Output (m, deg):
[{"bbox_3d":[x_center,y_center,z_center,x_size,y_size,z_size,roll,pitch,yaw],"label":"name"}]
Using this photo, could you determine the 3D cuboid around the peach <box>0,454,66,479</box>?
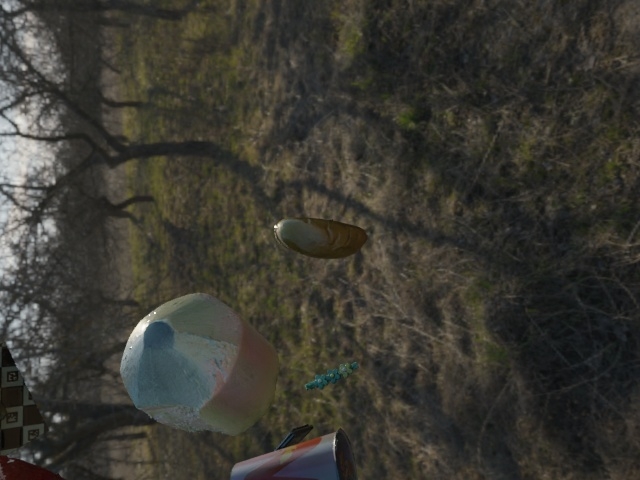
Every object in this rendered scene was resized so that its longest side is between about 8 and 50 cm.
[{"bbox_3d":[-0.628,0.588,1.192,0.338,0.281,0.281,47,138,29],"label":"peach"}]

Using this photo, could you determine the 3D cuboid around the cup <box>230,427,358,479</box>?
[{"bbox_3d":[-0.065,0.594,1.432,0.203,0.289,0.202,-16,-90,-79],"label":"cup"}]

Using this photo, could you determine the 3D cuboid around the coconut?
[{"bbox_3d":[-0.267,0.268,1.246,0.309,0.298,0.297,49,-165,-47],"label":"coconut"}]

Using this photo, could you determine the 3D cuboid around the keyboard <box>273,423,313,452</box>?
[{"bbox_3d":[-0.105,0.672,1.906,0.025,0.094,0.230,60,137,28],"label":"keyboard"}]

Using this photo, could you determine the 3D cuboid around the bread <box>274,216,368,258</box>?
[{"bbox_3d":[0.000,0.000,1.155,0.114,0.190,0.077,110,167,-65],"label":"bread"}]

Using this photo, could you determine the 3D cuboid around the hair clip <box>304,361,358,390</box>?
[{"bbox_3d":[0.034,0.408,1.710,0.049,0.173,0.049,58,-170,-17],"label":"hair clip"}]

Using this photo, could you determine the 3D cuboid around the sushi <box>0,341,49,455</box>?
[{"bbox_3d":[-0.929,0.478,1.569,0.059,0.292,0.293,-14,104,50],"label":"sushi"}]
